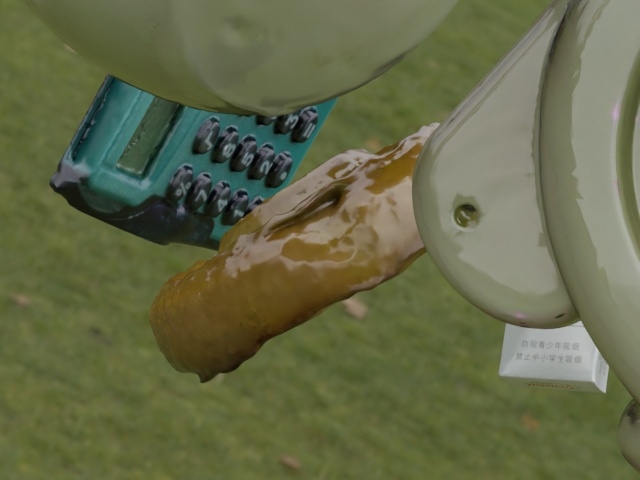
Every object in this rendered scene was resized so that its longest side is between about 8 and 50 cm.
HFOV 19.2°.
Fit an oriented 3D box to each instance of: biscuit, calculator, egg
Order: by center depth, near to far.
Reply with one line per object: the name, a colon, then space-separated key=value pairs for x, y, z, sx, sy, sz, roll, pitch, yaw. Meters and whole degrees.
egg: x=-0.058 y=-0.220 z=1.048 sx=0.283 sy=0.283 sz=0.345 roll=10 pitch=15 yaw=-43
biscuit: x=0.000 y=0.000 z=1.427 sx=0.102 sy=0.296 sz=0.296 roll=61 pitch=18 yaw=-3
calculator: x=-0.094 y=-0.110 z=1.720 sx=0.058 sy=0.248 sz=0.274 roll=35 pitch=6 yaw=37

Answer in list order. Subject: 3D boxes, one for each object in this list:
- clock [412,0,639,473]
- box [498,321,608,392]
clock: x=0.222 y=-0.012 z=0.736 sx=0.309 sy=0.284 sz=0.114 roll=44 pitch=7 yaw=11
box: x=0.234 y=0.068 z=1.834 sx=0.100 sy=0.152 sz=0.048 roll=3 pitch=-21 yaw=25
